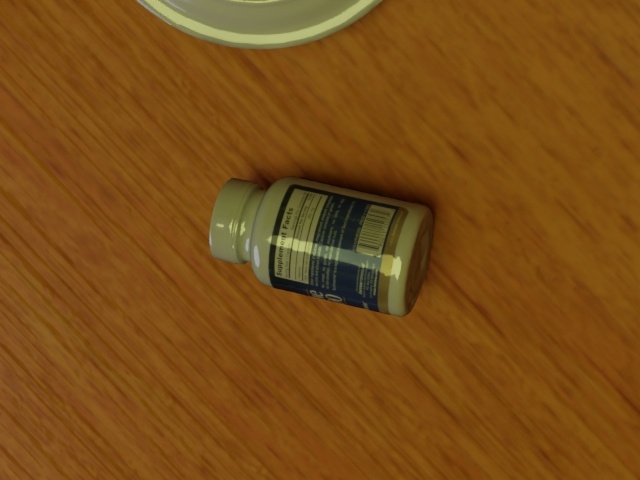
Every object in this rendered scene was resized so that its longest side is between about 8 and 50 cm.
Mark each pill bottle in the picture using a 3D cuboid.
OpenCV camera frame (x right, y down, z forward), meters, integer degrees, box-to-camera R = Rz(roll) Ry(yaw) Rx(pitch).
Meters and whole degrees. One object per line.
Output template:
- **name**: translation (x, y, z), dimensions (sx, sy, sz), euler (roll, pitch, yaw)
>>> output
- **pill bottle**: translation (0.000, 0.000, 0.877), dimensions (0.120, 0.067, 0.067), euler (13, 114, 14)

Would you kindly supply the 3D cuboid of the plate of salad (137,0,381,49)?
- **plate of salad**: translation (-0.036, -0.203, 0.824), dimensions (0.200, 0.048, 0.199), euler (3, 113, 7)
